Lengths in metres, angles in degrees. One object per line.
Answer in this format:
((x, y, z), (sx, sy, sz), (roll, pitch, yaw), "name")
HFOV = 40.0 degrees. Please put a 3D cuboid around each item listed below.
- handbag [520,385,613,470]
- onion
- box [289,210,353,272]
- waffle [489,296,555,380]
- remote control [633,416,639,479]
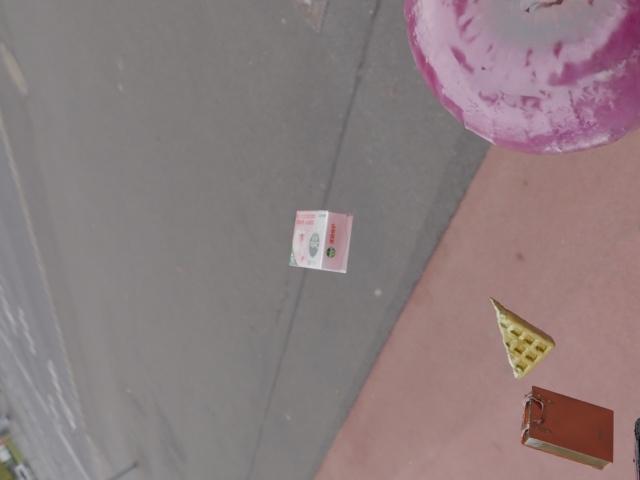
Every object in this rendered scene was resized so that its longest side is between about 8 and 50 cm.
((0.517, 0.393, 1.847), (0.190, 0.127, 0.062), (18, 142, -1), "handbag")
((0.265, -0.270, 1.030), (0.358, 0.345, 0.358), (15, 121, 27), "onion")
((0.000, 0.000, 1.322), (0.125, 0.043, 0.089), (-179, 97, -66), "box")
((0.366, 0.199, 1.748), (0.191, 0.125, 0.032), (30, -155, -23), "waffle")
((0.518, 0.423, 1.377), (0.062, 0.399, 0.144), (1, 114, 19), "remote control")
